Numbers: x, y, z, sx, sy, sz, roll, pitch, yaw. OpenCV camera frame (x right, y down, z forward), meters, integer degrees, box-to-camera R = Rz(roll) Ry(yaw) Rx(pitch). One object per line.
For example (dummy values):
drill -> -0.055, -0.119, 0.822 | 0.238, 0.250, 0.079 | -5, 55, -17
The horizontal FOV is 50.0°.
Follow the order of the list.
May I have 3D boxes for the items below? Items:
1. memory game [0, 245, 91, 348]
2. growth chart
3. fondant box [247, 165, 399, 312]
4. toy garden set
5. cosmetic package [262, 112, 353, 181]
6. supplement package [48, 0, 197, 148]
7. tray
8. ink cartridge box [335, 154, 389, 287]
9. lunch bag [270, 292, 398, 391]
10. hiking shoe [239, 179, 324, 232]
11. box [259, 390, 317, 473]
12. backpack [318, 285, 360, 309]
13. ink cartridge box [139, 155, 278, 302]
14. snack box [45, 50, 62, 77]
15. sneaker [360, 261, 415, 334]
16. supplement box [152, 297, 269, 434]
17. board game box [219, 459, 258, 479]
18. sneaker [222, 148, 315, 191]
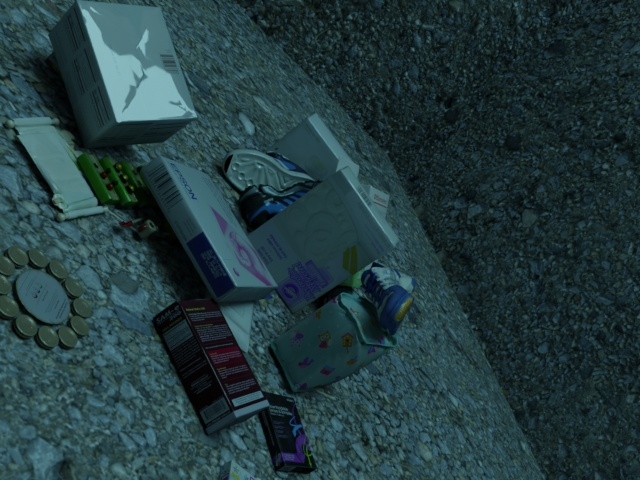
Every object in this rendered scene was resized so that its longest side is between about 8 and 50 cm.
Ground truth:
memory game -> -0.430, 0.087, 1.060 | 0.186, 0.012, 0.186 | 47, 19, -22
growth chart -> -0.488, -0.140, 1.293 | 0.237, 0.021, 0.172 | 57, 18, 7
fondant box -> 0.000, 0.000, 1.768 | 0.238, 0.330, 0.096 | 55, 19, -2
toy garden set -> -0.367, -0.086, 1.424 | 0.203, 0.049, 0.244 | 59, 14, 9
cosmetic package -> -0.045, -0.262, 2.278 | 0.224, 0.225, 0.138 | 52, 19, -7
supplement package -> -0.416, -0.346, 1.451 | 0.204, 0.145, 0.261 | -14, 84, -47
tray -> -0.194, 0.122, 1.557 | 0.145, 0.030, 0.270 | 46, 20, -23
ink cartridge box -> 0.101, -0.049, 1.951 | 0.207, 0.119, 0.353 | 9, 91, -70
lunch bag -> 0.046, 0.246, 1.628 | 0.262, 0.223, 0.160 | 21, 36, -61
hiking shoe -> -0.077, -0.087, 1.942 | 0.304, 0.113, 0.132 | -7, 68, -21
box -> -0.072, 0.390, 1.399 | 0.116, 0.029, 0.162 | 30, 30, -52
backpack -> 0.069, 0.212, 1.920 | 0.152, 0.115, 0.182 | 52, 20, -16
ink cartridge box -> -0.221, -0.017, 1.521 | 0.324, 0.071, 0.330 | 57, 12, 11
snack box -> -0.502, -0.372, 1.579 | 0.207, 0.070, 0.174 | 48, 22, -18
sneaker -> 0.146, 0.130, 1.620 | 0.131, 0.112, 0.296 | 31, 11, 1
supplement box -> -0.203, 0.227, 1.282 | 0.239, 0.073, 0.130 | 61, 19, 15
board game box -> -0.114, 0.461, 1.174 | 0.154, 0.026, 0.103 | 46, 20, -24
sneaker -> -0.182, -0.211, 2.071 | 0.323, 0.130, 0.236 | 16, 13, -33
